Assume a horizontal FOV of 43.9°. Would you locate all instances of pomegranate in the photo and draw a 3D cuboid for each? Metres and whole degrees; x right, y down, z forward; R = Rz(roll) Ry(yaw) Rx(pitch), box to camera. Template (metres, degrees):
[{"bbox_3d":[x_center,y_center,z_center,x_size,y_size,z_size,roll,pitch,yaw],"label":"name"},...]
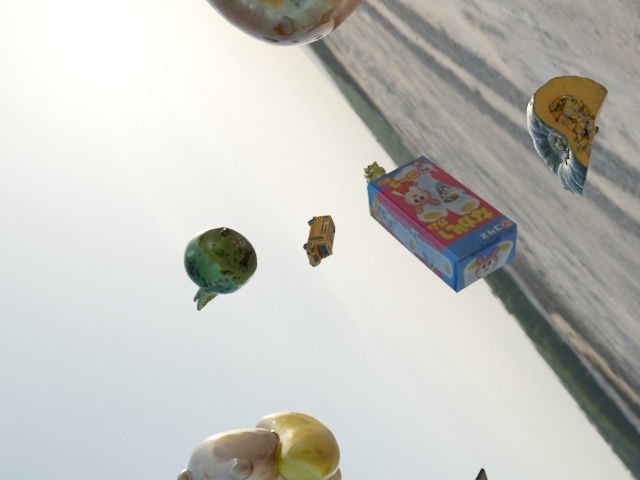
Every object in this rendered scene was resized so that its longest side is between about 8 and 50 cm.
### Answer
[{"bbox_3d":[-0.292,0.077,2.249,0.211,0.263,0.211,15,-152,-9],"label":"pomegranate"}]

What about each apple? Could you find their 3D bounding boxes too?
[{"bbox_3d":[-0.082,-0.595,1.563,0.391,0.391,0.346,45,-158,-30],"label":"apple"}]

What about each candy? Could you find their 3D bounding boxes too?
[{"bbox_3d":[0.243,-0.041,1.625,0.306,0.157,0.100,44,153,42],"label":"candy"}]

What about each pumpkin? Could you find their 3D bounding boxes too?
[{"bbox_3d":[0.613,-0.255,1.868,0.139,0.190,0.280,77,168,-56],"label":"pumpkin"}]

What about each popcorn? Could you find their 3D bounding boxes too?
[{"bbox_3d":[0.150,-0.176,2.170,0.083,0.057,0.082,45,173,28],"label":"popcorn"}]

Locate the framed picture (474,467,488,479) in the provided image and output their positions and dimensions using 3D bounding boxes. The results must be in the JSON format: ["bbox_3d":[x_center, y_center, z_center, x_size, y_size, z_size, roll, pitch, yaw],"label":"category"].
[{"bbox_3d":[0.273,0.652,1.608,0.013,0.324,0.244,17,144,36],"label":"framed picture"}]

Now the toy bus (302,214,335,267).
[{"bbox_3d":[0.000,0.000,2.234,0.162,0.074,0.070,-80,-25,-50],"label":"toy bus"}]

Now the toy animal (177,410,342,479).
[{"bbox_3d":[-0.092,0.515,1.655,0.277,0.247,0.345,5,-171,43],"label":"toy animal"}]
